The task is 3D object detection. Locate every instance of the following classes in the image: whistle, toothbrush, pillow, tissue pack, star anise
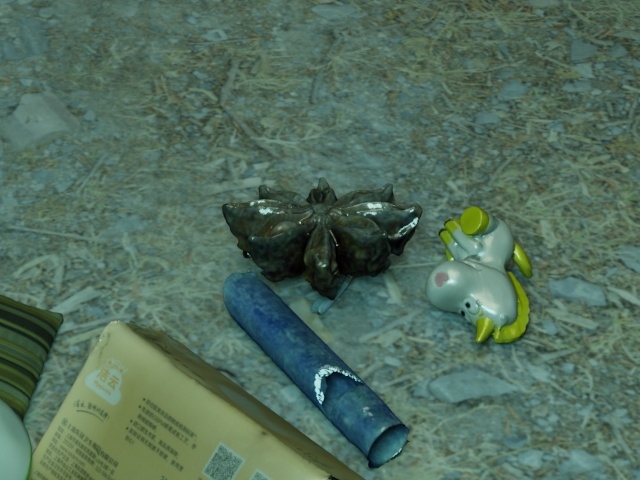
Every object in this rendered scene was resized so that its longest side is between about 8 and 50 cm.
[{"bbox_3d":[-0.013,0.140,1.768,0.062,0.062,0.304,-24,47,-26],"label":"whistle"},{"bbox_3d":[0.046,0.033,1.926,0.019,0.013,0.193,17,43,30],"label":"toothbrush"},{"bbox_3d":[-0.412,0.119,1.753,0.208,0.052,0.212,21,39,-7],"label":"pillow"},{"bbox_3d":[-0.101,0.253,1.543,0.305,0.238,0.238,32,49,32],"label":"tissue pack"},{"bbox_3d":[-0.001,0.000,1.889,0.223,0.109,0.236,13,24,23],"label":"star anise"}]

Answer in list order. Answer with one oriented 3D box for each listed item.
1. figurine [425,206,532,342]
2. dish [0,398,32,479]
[{"bbox_3d":[0.194,0.048,1.863,0.129,0.109,0.178,24,45,-7],"label":"figurine"},{"bbox_3d":[-0.452,0.214,1.500,0.324,0.124,0.324,-14,30,8],"label":"dish"}]
